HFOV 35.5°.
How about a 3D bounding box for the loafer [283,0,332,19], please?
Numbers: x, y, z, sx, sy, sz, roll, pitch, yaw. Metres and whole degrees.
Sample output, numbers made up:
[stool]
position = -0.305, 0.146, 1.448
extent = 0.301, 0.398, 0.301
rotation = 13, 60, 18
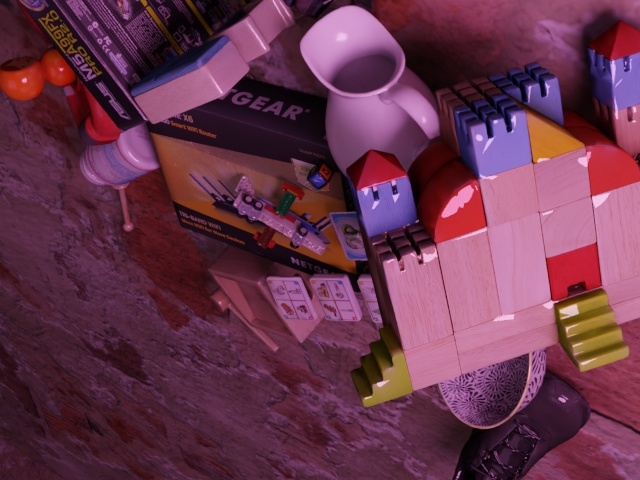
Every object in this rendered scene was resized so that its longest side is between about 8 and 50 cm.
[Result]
[loafer]
position = 0.063, -0.285, 0.912
extent = 0.095, 0.109, 0.302
rotation = 39, 144, -6

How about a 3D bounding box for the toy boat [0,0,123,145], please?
[toy boat]
position = -0.341, -0.225, 1.285
extent = 0.151, 0.151, 0.231
rotation = -6, 105, 66

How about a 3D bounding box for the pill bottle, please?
[pill bottle]
position = -0.286, -0.128, 1.446
extent = 0.160, 0.087, 0.087
rotation = -15, 118, 52

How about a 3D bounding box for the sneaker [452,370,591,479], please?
[sneaker]
position = 0.264, 0.274, 1.342
extent = 0.109, 0.130, 0.286
rotation = 36, 145, 9

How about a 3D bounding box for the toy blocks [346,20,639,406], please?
[toy blocks]
position = 0.181, -0.034, 0.903
extent = 0.191, 0.381, 0.261
rotation = -114, 7, -61

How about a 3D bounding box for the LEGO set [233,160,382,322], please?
[LEGO set]
position = 0.000, 0.000, 1.229
extent = 0.182, 0.060, 0.244
rotation = -1, 132, 27

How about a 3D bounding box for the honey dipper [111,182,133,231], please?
[honey dipper]
position = -0.318, -0.066, 1.604
extent = 0.030, 0.030, 0.161
rotation = 29, 147, 15

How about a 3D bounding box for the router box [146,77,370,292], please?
[router box]
position = -0.071, -0.084, 1.293
extent = 0.308, 0.081, 0.243
rotation = 19, 141, 29

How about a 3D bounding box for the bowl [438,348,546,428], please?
[bowl]
position = 0.227, 0.149, 1.249
extent = 0.080, 0.170, 0.170
rotation = 6, 164, -34

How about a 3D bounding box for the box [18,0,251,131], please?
[box]
position = -0.215, -0.288, 1.075
extent = 0.060, 0.216, 0.270
rotation = -11, 123, 49

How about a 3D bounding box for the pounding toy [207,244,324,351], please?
[pounding toy]
position = -0.080, 0.076, 1.489
extent = 0.206, 0.094, 0.181
rotation = 12, 143, 49

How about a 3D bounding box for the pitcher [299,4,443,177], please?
[pitcher]
position = 0.075, -0.118, 1.029
extent = 0.178, 0.125, 0.207
rotation = 49, 173, 33

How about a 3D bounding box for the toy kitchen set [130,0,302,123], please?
[toy kitchen set]
position = -0.127, -0.254, 1.029
extent = 0.122, 0.207, 0.166
rotation = -13, 119, 45
